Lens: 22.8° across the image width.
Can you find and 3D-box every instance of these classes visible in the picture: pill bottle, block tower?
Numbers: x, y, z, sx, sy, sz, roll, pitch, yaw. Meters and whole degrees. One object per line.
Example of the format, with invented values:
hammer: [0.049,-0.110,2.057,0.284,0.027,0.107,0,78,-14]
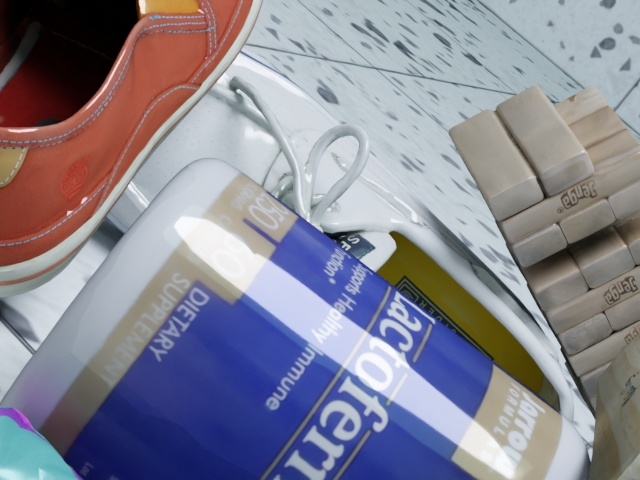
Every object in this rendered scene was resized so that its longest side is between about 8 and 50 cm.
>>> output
pill bottle: [0.013,0.100,0.645,0.264,0.153,0.153,37,17,-2]
block tower: [0.192,0.064,0.958,0.335,0.091,0.097,59,7,-31]

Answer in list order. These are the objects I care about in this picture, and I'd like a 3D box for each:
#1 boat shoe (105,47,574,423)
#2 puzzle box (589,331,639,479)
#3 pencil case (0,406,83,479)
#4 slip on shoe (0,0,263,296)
boat shoe: [-0.004,0.008,0.872,0.367,0.136,0.156,41,1,-12]
puzzle box: [0.229,0.149,0.651,0.272,0.052,0.409,42,8,8]
pencil case: [-0.075,0.121,0.557,0.151,0.070,0.064,36,-27,-5]
slip on shoe: [-0.109,-0.118,0.799,0.123,0.101,0.331,16,49,12]
